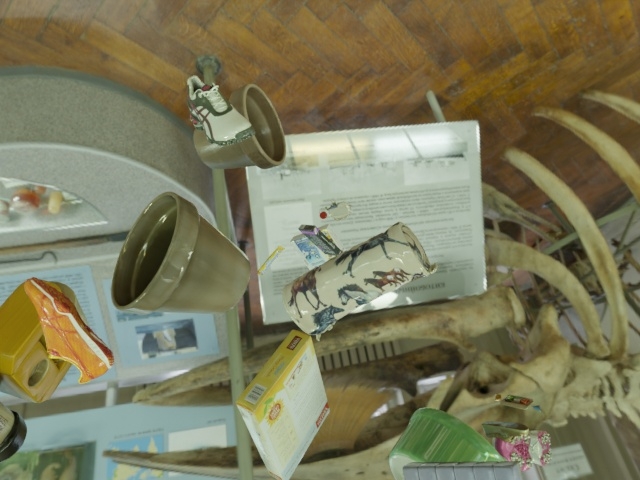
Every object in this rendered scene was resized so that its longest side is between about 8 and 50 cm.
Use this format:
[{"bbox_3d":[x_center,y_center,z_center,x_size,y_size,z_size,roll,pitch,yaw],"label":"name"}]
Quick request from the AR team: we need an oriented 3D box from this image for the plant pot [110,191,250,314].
[{"bbox_3d":[-0.359,0.073,1.172,0.323,0.323,0.280,-30,137,31],"label":"plant pot"}]

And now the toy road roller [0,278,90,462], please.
[{"bbox_3d":[-0.623,0.216,0.782,0.240,0.330,0.202,20,139,2],"label":"toy road roller"}]

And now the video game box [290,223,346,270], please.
[{"bbox_3d":[-0.001,0.040,1.842,0.205,0.048,0.187,-19,117,35],"label":"video game box"}]

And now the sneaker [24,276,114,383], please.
[{"bbox_3d":[-0.376,0.131,0.618,0.067,0.175,0.064,-35,-174,-17],"label":"sneaker"}]

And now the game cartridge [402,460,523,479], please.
[{"bbox_3d":[0.284,0.586,0.752,0.230,0.355,0.068,-23,156,37],"label":"game cartridge"}]

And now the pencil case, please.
[{"bbox_3d":[0.106,0.111,1.181,0.410,0.160,0.183,-30,115,15],"label":"pencil case"}]

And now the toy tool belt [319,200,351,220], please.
[{"bbox_3d":[0.040,-0.077,1.117,0.083,0.052,0.051,-15,-167,10],"label":"toy tool belt"}]

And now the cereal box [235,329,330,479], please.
[{"bbox_3d":[-0.058,0.311,0.798,0.047,0.173,0.240,13,131,30],"label":"cereal box"}]

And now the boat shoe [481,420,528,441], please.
[{"bbox_3d":[0.493,0.510,1.138,0.050,0.045,0.135,-1,166,-29],"label":"boat shoe"}]

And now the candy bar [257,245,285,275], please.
[{"bbox_3d":[-0.212,0.086,1.818,0.161,0.018,0.040,-50,144,10],"label":"candy bar"}]

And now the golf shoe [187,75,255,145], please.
[{"bbox_3d":[-0.267,-0.324,1.079,0.105,0.273,0.120,-34,138,-25],"label":"golf shoe"}]

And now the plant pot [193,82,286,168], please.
[{"bbox_3d":[-0.265,-0.327,1.358,0.229,0.263,0.263,-17,151,19],"label":"plant pot"}]

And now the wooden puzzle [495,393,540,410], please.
[{"bbox_3d":[0.515,0.421,1.124,0.116,0.014,0.078,-1,179,31],"label":"wooden puzzle"}]

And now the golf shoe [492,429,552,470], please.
[{"bbox_3d":[0.575,0.615,1.286,0.306,0.115,0.140,26,156,-37],"label":"golf shoe"}]

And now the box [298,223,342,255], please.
[{"bbox_3d":[0.000,0.000,1.638,0.162,0.029,0.116,44,164,-24],"label":"box"}]

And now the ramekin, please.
[{"bbox_3d":[0.324,0.607,1.113,0.148,0.303,0.303,-35,165,-32],"label":"ramekin"}]
